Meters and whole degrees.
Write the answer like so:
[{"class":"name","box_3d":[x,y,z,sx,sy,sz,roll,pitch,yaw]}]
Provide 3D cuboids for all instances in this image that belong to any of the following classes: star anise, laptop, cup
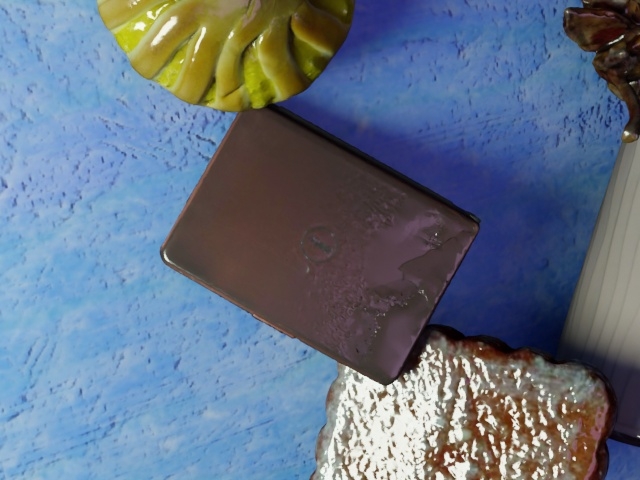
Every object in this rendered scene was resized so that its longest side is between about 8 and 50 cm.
[{"class":"star anise","box_3d":[0.260,-0.165,0.954,0.234,0.073,0.177,-13,68,-54]},{"class":"laptop","box_3d":[0.000,0.000,0.861,0.207,0.026,0.153,29,85,-3]},{"class":"cup","box_3d":[0.317,0.052,0.974,0.288,0.208,0.273,20,87,-58]}]

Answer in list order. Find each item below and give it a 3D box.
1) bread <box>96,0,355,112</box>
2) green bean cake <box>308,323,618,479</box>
[{"class":"bread","box_3d":[-0.064,-0.195,0.791,0.213,0.105,0.213,-7,105,-26]},{"class":"green bean cake","box_3d":[0.113,0.169,0.904,0.097,0.233,0.198,11,87,-74]}]
